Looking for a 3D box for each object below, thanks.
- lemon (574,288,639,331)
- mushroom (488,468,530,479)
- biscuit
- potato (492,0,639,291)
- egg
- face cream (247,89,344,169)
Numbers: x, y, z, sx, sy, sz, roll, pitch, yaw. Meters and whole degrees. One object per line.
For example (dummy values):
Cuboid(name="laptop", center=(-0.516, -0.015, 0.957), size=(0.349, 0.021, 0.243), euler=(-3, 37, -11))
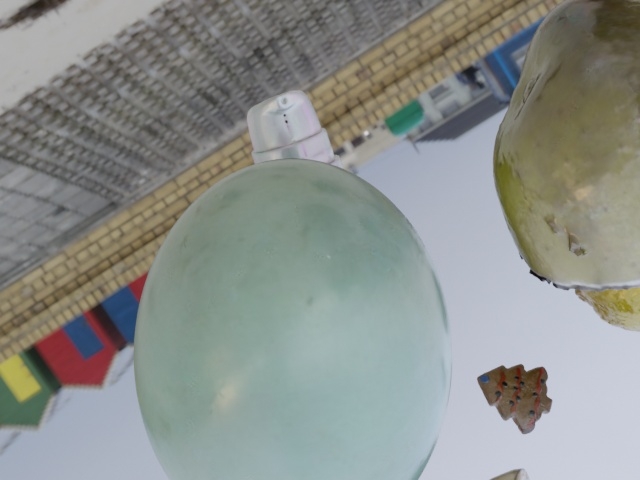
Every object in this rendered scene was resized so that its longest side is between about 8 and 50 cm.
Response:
Cuboid(name="lemon", center=(0.481, 0.034, 1.345), size=(0.231, 0.192, 0.192), euler=(-27, -172, 21))
Cuboid(name="mushroom", center=(0.281, 0.452, 1.299), size=(0.189, 0.254, 0.195), euler=(-31, -175, 26))
Cuboid(name="biscuit", center=(0.318, 0.250, 1.502), size=(0.019, 0.130, 0.119), euler=(114, -5, -67))
Cuboid(name="potato", center=(0.165, -0.079, 0.513), size=(0.182, 0.117, 0.202), euler=(-19, -146, 35))
Cuboid(name="egg", center=(-0.023, 0.111, 0.807), size=(0.276, 0.389, 0.276), euler=(-2, -145, 1))
Cuboid(name="face cream", center=(0.000, 0.000, 1.040), size=(0.102, 0.345, 0.102), euler=(-17, -167, 4))
